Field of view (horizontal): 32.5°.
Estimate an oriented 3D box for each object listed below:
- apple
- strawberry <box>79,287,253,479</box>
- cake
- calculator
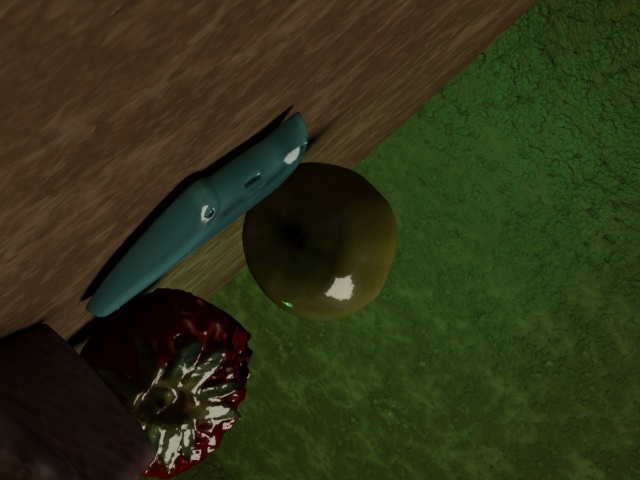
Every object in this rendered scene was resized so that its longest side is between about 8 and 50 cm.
[{"bbox_3d":[0.000,0.000,1.787,0.262,0.262,0.262,-40,179,-1],"label":"apple"},{"bbox_3d":[-0.280,0.206,1.848,0.295,0.317,0.345,-1,-161,-23],"label":"strawberry"},{"bbox_3d":[-0.349,0.256,1.217,0.237,0.230,0.309,-39,180,9],"label":"cake"},{"bbox_3d":[-0.163,-0.014,1.369,0.256,0.054,0.386,-40,-178,-39],"label":"calculator"}]
